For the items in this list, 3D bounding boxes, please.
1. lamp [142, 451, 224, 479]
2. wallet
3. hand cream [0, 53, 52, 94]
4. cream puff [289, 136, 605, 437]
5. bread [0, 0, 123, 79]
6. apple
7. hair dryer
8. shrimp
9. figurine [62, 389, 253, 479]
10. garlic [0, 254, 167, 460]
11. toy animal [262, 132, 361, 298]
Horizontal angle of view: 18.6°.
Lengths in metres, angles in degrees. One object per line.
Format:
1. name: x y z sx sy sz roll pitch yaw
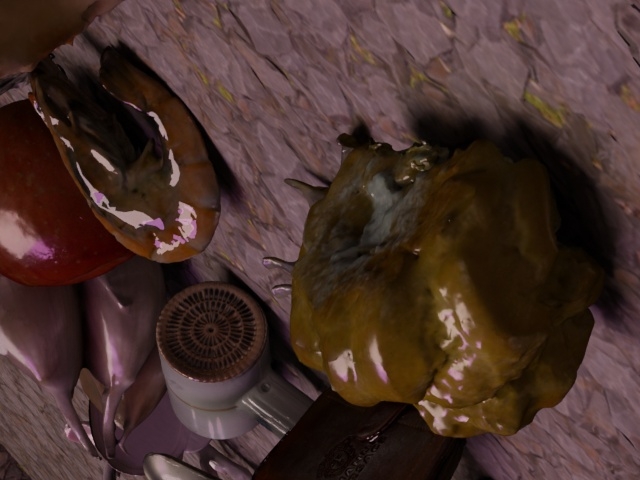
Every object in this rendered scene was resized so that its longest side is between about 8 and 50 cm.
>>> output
1. lamp: -0.056 0.278 1.895 0.203 0.124 0.283 32 -174 19
2. wallet: 0.034 0.186 1.675 0.031 0.137 0.255 40 168 -25
3. hand cream: -0.331 -0.159 1.936 0.257 0.084 0.050 19 138 64
4. cream puff: 0.082 0.042 1.229 0.195 0.194 0.221 56 165 -20
5. bread: -0.407 -0.221 1.522 0.390 0.371 0.279 10 133 58
6. apple: -0.243 -0.042 1.811 0.181 0.181 0.168 131 120 -72
7. hair dryer: -0.004 0.192 1.858 0.357 0.107 0.173 37 161 17
8. shrimp: -0.175 -0.094 1.672 0.145 0.059 0.254 -29 92 40
9. figurine: -0.178 0.255 2.220 0.284 0.206 0.316 57 168 14
10. garlic: -0.256 0.077 1.979 0.292 0.210 0.237 -120 23 -46
11. toy animal: 0.000 0.000 1.450 0.155 0.095 0.219 28 151 39
